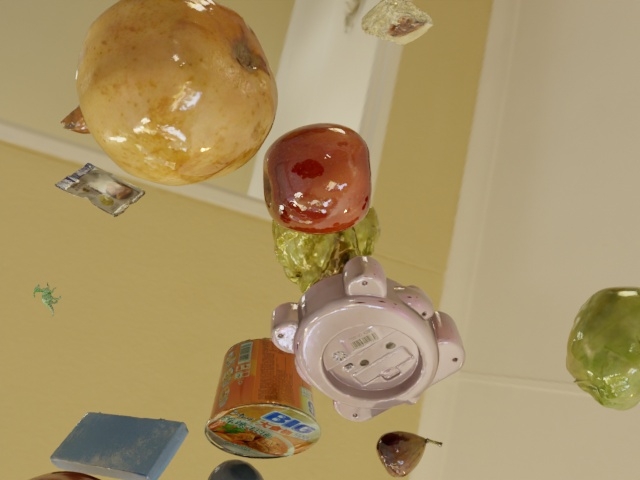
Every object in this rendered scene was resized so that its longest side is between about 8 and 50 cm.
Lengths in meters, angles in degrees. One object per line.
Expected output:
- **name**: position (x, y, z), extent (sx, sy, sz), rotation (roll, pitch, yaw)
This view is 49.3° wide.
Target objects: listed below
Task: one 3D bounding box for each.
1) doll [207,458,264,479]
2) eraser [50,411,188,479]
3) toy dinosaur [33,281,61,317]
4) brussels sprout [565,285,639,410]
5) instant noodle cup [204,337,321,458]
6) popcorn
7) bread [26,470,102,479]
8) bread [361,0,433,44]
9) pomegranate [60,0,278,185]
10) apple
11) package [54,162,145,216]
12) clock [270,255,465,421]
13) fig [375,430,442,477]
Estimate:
- **doll**: position (-0.193, 0.693, 1.798), extent (0.228, 0.154, 0.258), rotation (-51, -120, 20)
- **eraser**: position (-0.441, 0.448, 1.522), extent (0.311, 0.043, 0.144), rotation (-5, -146, 32)
- **toy dinosaur**: position (-0.631, 0.137, 1.602), extent (0.021, 0.062, 0.083), rotation (18, -86, 48)
- **brussels sprout**: position (0.702, 0.241, 1.611), extent (0.316, 0.242, 0.274), rotation (-5, 117, -68)
- **instant noodle cup**: position (-0.139, 0.396, 1.779), extent (0.214, 0.296, 0.296), rotation (-89, -156, -43)
- **popcorn**: position (0.000, 0.000, 1.546), extent (0.235, 0.250, 0.242), rotation (-57, -171, 20)
- **bread**: position (-0.533, 0.613, 1.368), extent (0.327, 0.295, 0.114), rotation (-35, 169, -1)
- **bread**: position (0.105, -0.301, 0.963), extent (0.070, 0.083, 0.035), rotation (-20, -113, 54)
- **pomegranate**: position (-0.147, -0.156, 0.725), extent (0.207, 0.207, 0.207), rotation (-163, -90, -71)
- **apple**: position (-0.004, -0.098, 1.107), extent (0.181, 0.168, 0.181), rotation (175, -90, -80)
- **package**: position (-0.549, -0.128, 1.750), extent (0.027, 0.173, 0.171), rotation (-60, -177, 30)
- **clock**: position (0.085, 0.189, 1.319), extent (0.295, 0.322, 0.113), rotation (-34, -149, 19)
- **fig**: position (0.174, 0.404, 1.365), extent (0.089, 0.125, 0.089), rotation (156, -90, -85)
